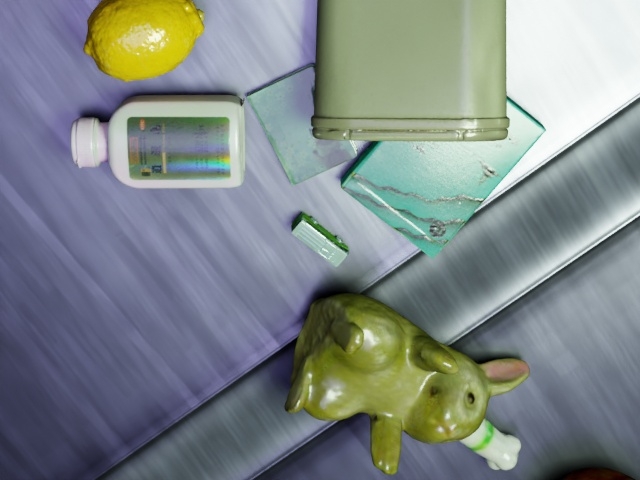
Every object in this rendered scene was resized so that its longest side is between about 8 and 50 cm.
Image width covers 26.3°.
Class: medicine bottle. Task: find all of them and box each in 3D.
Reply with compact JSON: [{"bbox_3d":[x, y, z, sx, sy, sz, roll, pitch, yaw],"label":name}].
[{"bbox_3d":[-0.205,-0.126,1.750,0.219,0.078,0.115,0,111,0],"label":"medicine bottle"}]

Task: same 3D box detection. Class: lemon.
[{"bbox_3d":[-0.217,-0.255,1.689,0.155,0.114,0.114,-14,109,-7],"label":"lemon"}]

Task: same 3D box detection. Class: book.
[{"bbox_3d":[-0.020,-0.150,1.774,0.103,0.017,0.135,-24,108,9],"label":"book"}]

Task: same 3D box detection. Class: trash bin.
[{"bbox_3d":[0.111,-0.243,1.662,0.243,0.121,0.247,2,99,9],"label":"trash bin"}]

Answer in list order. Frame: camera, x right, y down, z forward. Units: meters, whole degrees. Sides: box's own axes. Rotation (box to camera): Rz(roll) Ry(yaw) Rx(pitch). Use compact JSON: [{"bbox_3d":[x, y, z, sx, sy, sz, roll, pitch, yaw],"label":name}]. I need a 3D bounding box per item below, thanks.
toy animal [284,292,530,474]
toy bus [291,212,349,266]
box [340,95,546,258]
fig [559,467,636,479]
[{"bbox_3d":[0.138,0.201,1.809,0.363,0.180,0.181,27,114,-8],"label":"toy animal"},{"bbox_3d":[0.000,0.000,1.815,0.083,0.037,0.031,38,106,-13],"label":"toy bus"},{"bbox_3d":[0.156,-0.109,1.775,0.161,0.042,0.226,37,105,-11],"label":"box"},{"bbox_3d":[0.388,0.432,1.889,0.235,0.214,0.235,13,125,19],"label":"fig"}]
